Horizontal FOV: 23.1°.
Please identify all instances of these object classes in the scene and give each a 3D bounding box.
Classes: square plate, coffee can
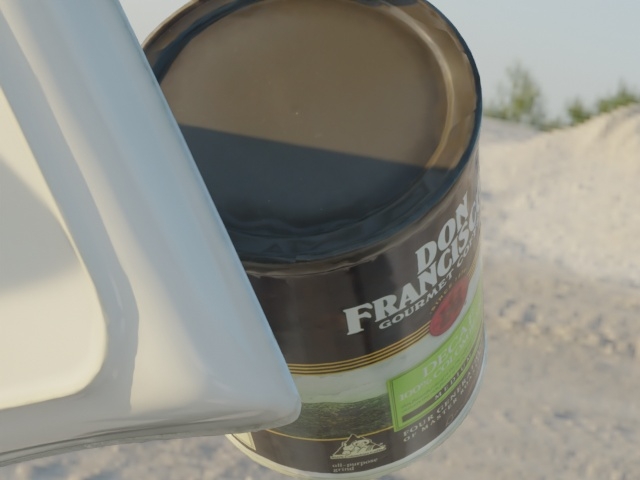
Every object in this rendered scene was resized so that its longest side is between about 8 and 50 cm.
[{"bbox_3d":[-0.203,-0.040,0.741,0.344,0.347,0.049,-16,12,43],"label":"square plate"},{"bbox_3d":[0.000,0.000,0.952,0.201,0.202,0.275,11,-30,14],"label":"coffee can"}]
